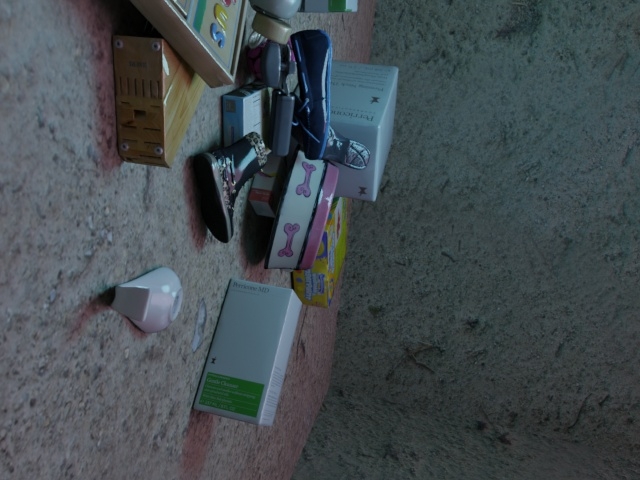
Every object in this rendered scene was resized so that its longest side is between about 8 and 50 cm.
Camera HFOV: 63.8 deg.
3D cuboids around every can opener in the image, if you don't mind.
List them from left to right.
[{"bbox_3d":[-0.118,-0.355,1.305,0.076,0.095,0.284,-128,-140,-51],"label":"can opener"}]

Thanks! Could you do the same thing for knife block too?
[{"bbox_3d":[-0.255,-0.286,0.909,0.242,0.088,0.276,-51,147,-66],"label":"knife block"}]

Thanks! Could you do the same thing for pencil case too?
[{"bbox_3d":[-0.125,-0.492,1.383,0.209,0.095,0.098,-57,170,-57],"label":"pencil case"}]

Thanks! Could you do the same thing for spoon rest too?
[{"bbox_3d":[-0.325,0.112,0.975,0.276,0.084,0.138,113,-11,-82],"label":"spoon rest"}]

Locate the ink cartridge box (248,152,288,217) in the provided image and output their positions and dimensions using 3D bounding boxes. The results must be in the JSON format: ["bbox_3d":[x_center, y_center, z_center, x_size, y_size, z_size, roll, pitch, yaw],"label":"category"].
[{"bbox_3d":[-0.150,-0.184,1.555,0.115,0.067,0.198,70,31,-68],"label":"ink cartridge box"}]

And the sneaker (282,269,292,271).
[{"bbox_3d":[-0.118,0.047,1.926,0.065,0.061,0.158,-75,170,-54],"label":"sneaker"}]

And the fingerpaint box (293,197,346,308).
[{"bbox_3d":[0.000,0.000,2.195,0.371,0.163,0.445,-70,164,-45],"label":"fingerpaint box"}]

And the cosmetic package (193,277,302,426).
[{"bbox_3d":[-0.193,0.311,1.439,0.155,0.196,0.366,67,33,-68],"label":"cosmetic package"}]

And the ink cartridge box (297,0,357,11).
[{"bbox_3d":[-0.018,-0.680,1.420,0.160,0.219,0.093,-59,153,-63],"label":"ink cartridge box"}]

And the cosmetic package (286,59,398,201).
[{"bbox_3d":[0.083,-0.403,1.850,0.328,0.328,0.394,88,15,-47],"label":"cosmetic package"}]

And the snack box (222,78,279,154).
[{"bbox_3d":[-0.169,-0.319,1.372,0.322,0.060,0.187,-59,156,-61],"label":"snack box"}]

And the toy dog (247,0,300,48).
[{"bbox_3d":[-0.132,-0.548,1.099,0.333,0.160,0.220,36,-75,60],"label":"toy dog"}]

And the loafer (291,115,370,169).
[{"bbox_3d":[0.012,-0.301,1.576,0.109,0.302,0.095,-65,-154,0],"label":"loafer"}]

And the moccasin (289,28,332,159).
[{"bbox_3d":[-0.042,-0.391,1.402,0.138,0.116,0.343,-132,-139,-67],"label":"moccasin"}]

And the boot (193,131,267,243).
[{"bbox_3d":[-0.196,-0.125,1.208,0.178,0.085,0.237,-40,140,-39],"label":"boot"}]

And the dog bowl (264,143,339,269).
[{"bbox_3d":[-0.056,-0.088,1.633,0.408,0.150,0.409,-165,-90,-86],"label":"dog bowl"}]

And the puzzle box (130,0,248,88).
[{"bbox_3d":[-0.197,-0.494,0.827,0.272,0.052,0.410,42,49,-61],"label":"puzzle box"}]
